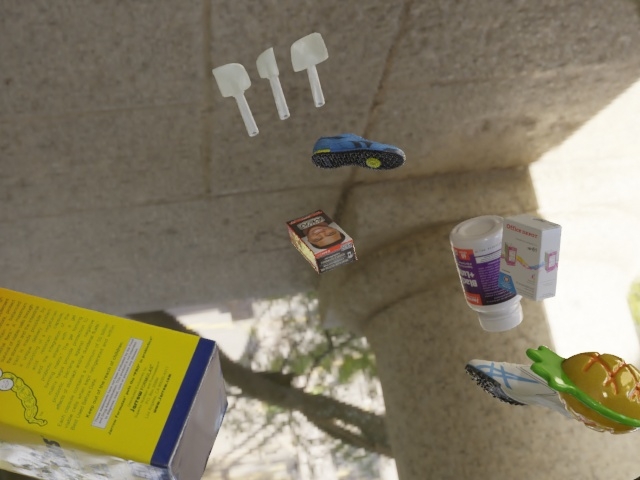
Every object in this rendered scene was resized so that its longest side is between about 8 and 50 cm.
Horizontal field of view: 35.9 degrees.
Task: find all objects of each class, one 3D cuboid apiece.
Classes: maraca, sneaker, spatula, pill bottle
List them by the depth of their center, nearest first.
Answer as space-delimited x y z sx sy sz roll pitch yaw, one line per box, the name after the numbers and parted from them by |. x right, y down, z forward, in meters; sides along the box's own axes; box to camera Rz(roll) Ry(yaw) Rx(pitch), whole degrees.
0.356 0.192 1.299 0.185 0.099 0.127 24 -162 -6 | maraca
-0.063 -0.233 1.514 0.168 0.019 0.242 -24 161 -1 | spatula
0.374 0.252 1.769 0.237 0.086 0.085 13 150 32 | sneaker
0.305 0.062 1.778 0.108 0.193 0.108 -16 -159 6 | pill bottle
0.083 -0.198 2.104 0.209 0.082 0.069 3 143 22 | sneaker

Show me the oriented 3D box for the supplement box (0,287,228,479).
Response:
-0.332 0.227 1.386 0.356 0.195 0.194 12 145 10 | supplement box

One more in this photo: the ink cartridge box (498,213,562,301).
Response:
0.340 0.026 1.605 0.052 0.122 0.088 -9 -161 -34 | ink cartridge box

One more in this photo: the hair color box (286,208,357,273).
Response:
0.000 0.000 1.676 0.072 0.141 0.043 -22 120 -14 | hair color box

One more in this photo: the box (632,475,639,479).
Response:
0.512 0.225 1.088 0.293 0.073 0.295 -17 156 -17 | box
